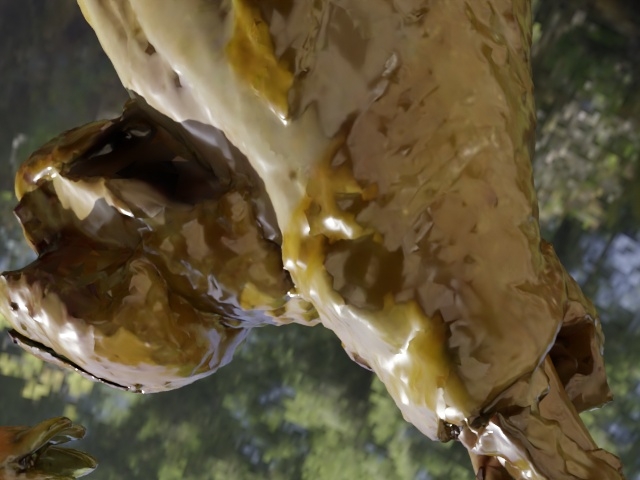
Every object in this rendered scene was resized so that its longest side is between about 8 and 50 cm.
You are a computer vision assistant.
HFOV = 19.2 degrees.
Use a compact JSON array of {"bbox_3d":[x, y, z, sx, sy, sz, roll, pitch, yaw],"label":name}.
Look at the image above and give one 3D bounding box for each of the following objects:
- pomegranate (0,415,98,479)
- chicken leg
[{"bbox_3d":[-0.260,0.134,1.084,0.246,0.198,0.198,-8,-143,35],"label":"pomegranate"},{"bbox_3d":[0.000,0.000,0.758,0.182,0.295,0.409,27,-149,-56],"label":"chicken leg"}]
